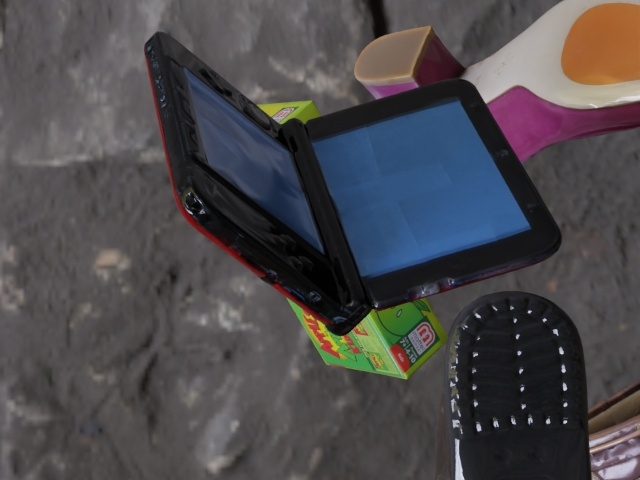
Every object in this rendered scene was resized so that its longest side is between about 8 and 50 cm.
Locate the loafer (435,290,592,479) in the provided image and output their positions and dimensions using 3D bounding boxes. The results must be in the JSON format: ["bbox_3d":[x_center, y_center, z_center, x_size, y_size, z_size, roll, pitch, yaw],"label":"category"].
[{"bbox_3d":[0.088,0.135,0.691,0.080,0.220,0.078,4,175,3],"label":"loafer"}]

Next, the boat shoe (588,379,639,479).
[{"bbox_3d":[0.313,0.099,1.193,0.342,0.123,0.123,-39,94,16],"label":"boat shoe"}]

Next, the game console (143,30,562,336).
[{"bbox_3d":[0.007,-0.040,0.596,0.085,0.144,0.124,-43,121,15],"label":"game console"}]

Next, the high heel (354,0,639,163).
[{"bbox_3d":[0.136,-0.067,0.846,0.244,0.082,0.117,-3,143,40],"label":"high heel"}]

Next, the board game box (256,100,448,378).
[{"bbox_3d":[0.000,0.000,0.970,0.043,0.092,0.181,-40,112,-25],"label":"board game box"}]
